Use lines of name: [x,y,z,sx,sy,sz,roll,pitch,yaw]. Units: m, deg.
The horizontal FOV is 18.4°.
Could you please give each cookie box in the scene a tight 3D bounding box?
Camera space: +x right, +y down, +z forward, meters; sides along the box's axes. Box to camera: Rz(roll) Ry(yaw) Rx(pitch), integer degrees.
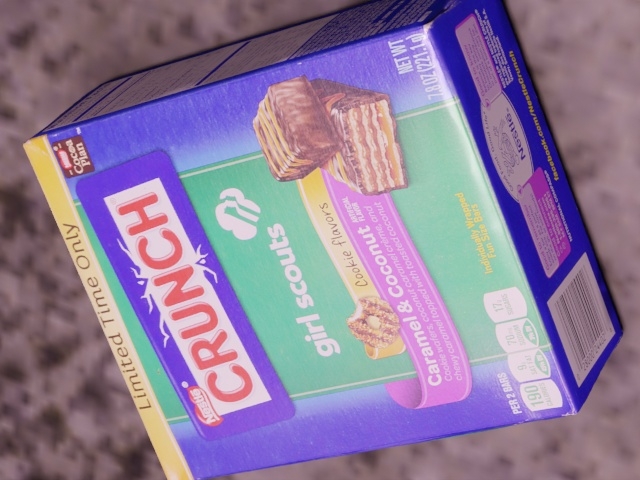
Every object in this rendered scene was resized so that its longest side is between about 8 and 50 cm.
cookie box: [0.000,0.000,0.442,0.107,0.040,0.091,-14,107,31]
